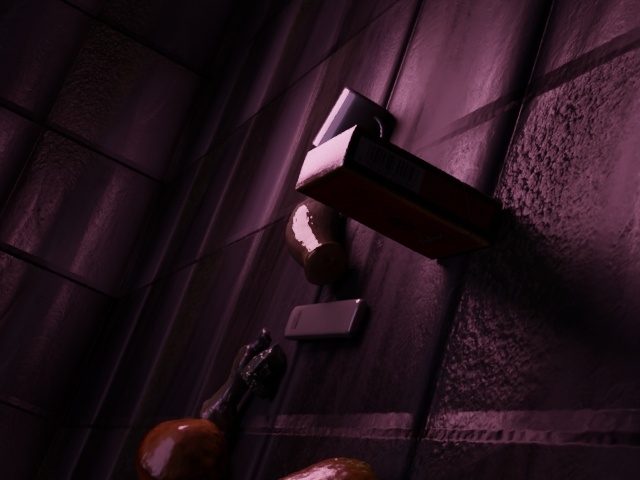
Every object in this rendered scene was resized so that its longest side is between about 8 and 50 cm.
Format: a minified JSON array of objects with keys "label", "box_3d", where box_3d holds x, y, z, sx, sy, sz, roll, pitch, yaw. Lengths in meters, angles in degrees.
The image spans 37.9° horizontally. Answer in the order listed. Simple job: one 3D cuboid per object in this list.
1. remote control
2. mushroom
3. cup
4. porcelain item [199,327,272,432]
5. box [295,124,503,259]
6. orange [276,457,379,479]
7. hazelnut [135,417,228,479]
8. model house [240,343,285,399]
[{"label":"remote control","box_3d":[0.007,0.139,1.592,0.261,0.029,0.067,-14,51,63]},{"label":"mushroom","box_3d":[-0.010,0.000,1.713,0.247,0.108,0.096,-99,-1,-63]},{"label":"cup","box_3d":[0.072,-0.208,1.800,0.133,0.136,0.099,-59,-15,9]},{"label":"porcelain item","box_3d":[-0.151,0.257,1.780,0.215,0.069,0.081,-60,7,12]},{"label":"box","box_3d":[0.105,-0.059,1.260,0.153,0.240,0.074,-26,41,60]},{"label":"orange","box_3d":[-0.026,0.421,1.121,0.334,0.196,0.262,-52,34,10]},{"label":"hazelnut","box_3d":[-0.246,0.407,1.710,0.182,0.182,0.182,-52,22,31]},{"label":"model house","box_3d":[-0.096,0.235,1.700,0.083,0.066,0.079,-44,10,3]}]
